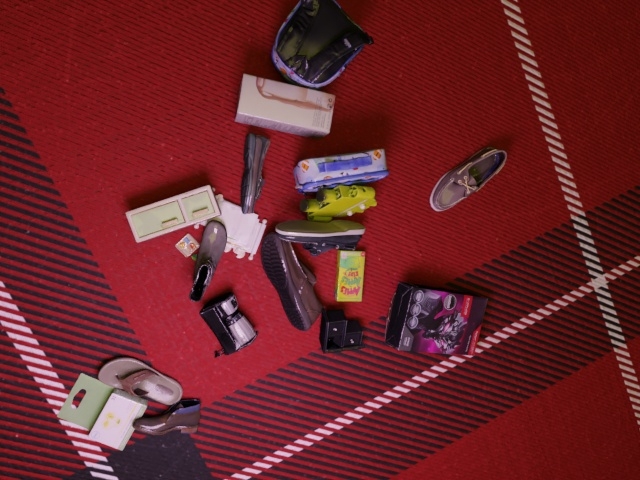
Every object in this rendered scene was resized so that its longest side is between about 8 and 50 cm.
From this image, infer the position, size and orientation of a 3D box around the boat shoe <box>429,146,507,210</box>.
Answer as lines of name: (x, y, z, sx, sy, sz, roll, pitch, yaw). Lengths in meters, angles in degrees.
boat shoe: (0.540, -0.225, 1.733, 0.324, 0.097, 0.116, -39, 103, -7)

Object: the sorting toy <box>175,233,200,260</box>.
sorting toy: (-0.432, 0.026, 1.578, 0.062, 0.012, 0.083, -43, 103, -6)

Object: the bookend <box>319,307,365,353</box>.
bookend: (0.082, 0.311, 1.664, 0.158, 0.072, 0.156, -4, 126, -13)

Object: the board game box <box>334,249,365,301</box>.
board game box: (0.104, 0.125, 1.697, 0.092, 0.043, 0.181, 3, 95, -14)

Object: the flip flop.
flip flop: (-0.585, 0.470, 1.556, 0.277, 0.080, 0.112, 30, 89, -15)

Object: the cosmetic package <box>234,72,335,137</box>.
cosmetic package: (-0.118, -0.427, 1.533, 0.297, 0.153, 0.129, 9, 92, -15)

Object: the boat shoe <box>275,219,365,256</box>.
boat shoe: (-0.002, -0.002, 1.573, 0.340, 0.127, 0.112, -5, 117, -40)

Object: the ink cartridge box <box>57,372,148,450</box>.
ink cartridge box: (-0.714, 0.561, 1.551, 0.235, 0.056, 0.171, 29, 90, -16)

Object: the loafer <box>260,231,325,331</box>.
loafer: (-0.092, 0.128, 1.626, 0.130, 0.134, 0.365, -32, 113, -35)

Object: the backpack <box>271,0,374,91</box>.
backpack: (-0.024, -0.613, 1.504, 0.277, 0.213, 0.263, 41, 77, -7)

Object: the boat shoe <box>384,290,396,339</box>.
boat shoe: (0.278, 0.285, 1.743, 0.073, 0.073, 0.206, 21, 87, -38)

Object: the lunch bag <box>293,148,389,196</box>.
lunch bag: (0.058, -0.222, 1.545, 0.304, 0.243, 0.114, -12, 93, -11)

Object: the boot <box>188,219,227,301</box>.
boot: (-0.356, 0.066, 1.512, 0.084, 0.161, 0.246, 15, 99, -12)

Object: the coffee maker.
coffee maker: (-0.322, 0.283, 1.577, 0.171, 0.120, 0.178, -32, 101, -7)

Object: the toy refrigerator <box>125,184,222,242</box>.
toy refrigerator: (-0.461, -0.085, 1.506, 0.270, 0.094, 0.102, -19, 94, -7)

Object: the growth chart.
growth chart: (-0.301, -0.048, 1.597, 0.237, 0.021, 0.171, 30, 89, -14)

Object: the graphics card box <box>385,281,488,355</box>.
graphics card box: (0.427, 0.288, 1.724, 0.371, 0.094, 0.232, 12, 94, -27)

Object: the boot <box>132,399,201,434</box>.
boot: (-0.503, 0.578, 1.577, 0.219, 0.082, 0.106, 14, 96, -32)

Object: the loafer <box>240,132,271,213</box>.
loafer: (-0.210, -0.217, 1.566, 0.084, 0.096, 0.267, 4, 92, -24)

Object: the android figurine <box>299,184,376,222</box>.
android figurine: (0.071, -0.123, 1.573, 0.273, 0.248, 0.056, 2, 70, -45)
